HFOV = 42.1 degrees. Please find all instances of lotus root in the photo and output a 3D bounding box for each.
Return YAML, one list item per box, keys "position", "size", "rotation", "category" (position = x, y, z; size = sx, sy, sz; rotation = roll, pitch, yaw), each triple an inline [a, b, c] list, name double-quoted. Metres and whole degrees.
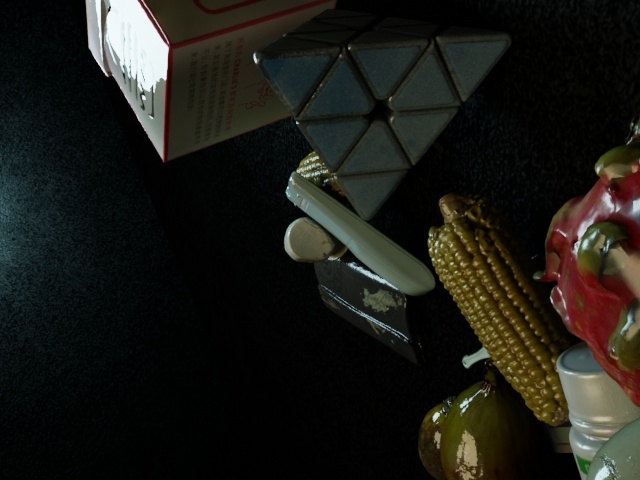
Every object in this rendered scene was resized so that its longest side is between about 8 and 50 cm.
- position: [0.223, 0.344, 1.392]
  size: [0.120, 0.120, 0.209]
  rotation: [45, 149, 42]
  category: "lotus root"

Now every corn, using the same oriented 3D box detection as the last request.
- position: [0.046, -0.116, 1.370]
  size: [0.115, 0.115, 0.318]
  rotation: [68, 160, -4]
  category: "corn"
- position: [0.241, 0.082, 1.061]
  size: [0.321, 0.119, 0.119]
  rotation: [58, 157, 8]
  category: "corn"

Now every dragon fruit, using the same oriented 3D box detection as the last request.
- position: [0.330, 0.033, 0.727]
  size: [0.231, 0.237, 0.302]
  rotation: [-110, -2, -60]
  category: "dragon fruit"

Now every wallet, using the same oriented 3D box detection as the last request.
- position: [0.083, 0.112, 1.588]
  size: [0.321, 0.044, 0.170]
  rotation: [31, 137, 55]
  category: "wallet"

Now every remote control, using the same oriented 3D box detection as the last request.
- position: [0.061, -0.004, 1.369]
  size: [0.293, 0.051, 0.103]
  rotation: [38, 167, 3]
  category: "remote control"

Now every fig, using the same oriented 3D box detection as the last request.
- position: [0.246, 0.266, 1.201]
  size: [0.146, 0.170, 0.274]
  rotation: [8, 128, 24]
  category: "fig"

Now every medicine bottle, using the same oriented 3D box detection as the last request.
- position: [0.361, 0.234, 0.959]
  size: [0.139, 0.139, 0.236]
  rotation: [3, 112, 66]
  category: "medicine bottle"

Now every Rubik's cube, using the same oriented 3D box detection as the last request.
- position: [0.057, -0.198, 1.056]
  size: [0.229, 0.228, 0.233]
  rotation: [37, 165, -2]
  category: "Rubik's cube"

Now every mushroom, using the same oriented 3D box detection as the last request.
- position: [-0.004, 0.001, 1.504]
  size: [0.223, 0.092, 0.081]
  rotation: [6, -108, -77]
  category: "mushroom"

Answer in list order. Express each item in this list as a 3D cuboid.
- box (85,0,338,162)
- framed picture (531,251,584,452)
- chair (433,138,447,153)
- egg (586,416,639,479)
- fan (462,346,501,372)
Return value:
- position: [-0.192, -0.366, 1.390]
  size: [0.300, 0.312, 0.314]
  rotation: [58, 155, 20]
  category: "box"
- position: [0.318, 0.160, 1.137]
  size: [0.281, 0.019, 0.209]
  rotation: [64, 158, 7]
  category: "framed picture"
- position: [0.097, -0.214, 1.191]
  size: [0.212, 0.084, 0.101]
  rotation: [51, 149, 33]
  category: "chair"
- position: [0.382, 0.249, 0.798]
  size: [0.186, 0.253, 0.186]
  rotation: [2, -90, -90]
  category: "egg"
- position: [0.259, 0.158, 1.233]
  size: [0.152, 0.008, 0.226]
  rotation: [62, 157, 10]
  category: "fan"
